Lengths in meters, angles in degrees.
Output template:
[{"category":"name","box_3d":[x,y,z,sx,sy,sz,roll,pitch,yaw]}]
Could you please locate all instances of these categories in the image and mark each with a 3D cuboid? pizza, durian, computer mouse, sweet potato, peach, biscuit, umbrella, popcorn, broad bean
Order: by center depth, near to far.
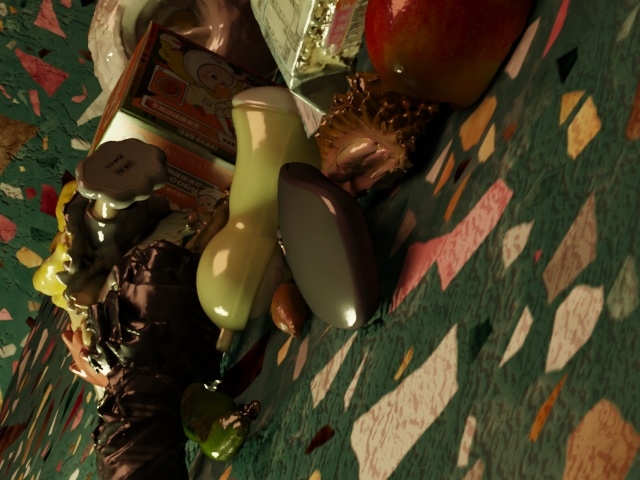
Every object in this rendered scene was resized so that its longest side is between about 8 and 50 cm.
[{"category":"peach","box_3d":[0.097,-0.177,1.220,0.151,0.118,0.151,-11,61,20]},{"category":"computer mouse","box_3d":[-0.001,0.000,1.280,0.232,0.057,0.120,-133,30,-74]},{"category":"biscuit","box_3d":[-0.002,-0.253,1.338,0.309,0.079,0.186,107,145,-55]},{"category":"durian","box_3d":[0.031,-0.090,1.353,0.224,0.078,0.140,-45,24,51]},{"category":"sweet potato","box_3d":[-0.029,0.059,1.407,0.034,0.034,0.095,-60,17,17]},{"category":"broad bean","box_3d":[-0.094,0.167,1.435,0.061,0.046,0.195,-60,16,-11]},{"category":"umbrella","box_3d":[-0.164,0.169,1.570,0.128,0.154,0.337,-18,65,38]},{"category":"pizza","box_3d":[-0.100,-0.022,1.711,0.185,0.036,0.176,-62,-8,21]},{"category":"popcorn","box_3d":[-0.275,0.003,2.152,0.191,0.190,0.253,-34,-27,-50]}]

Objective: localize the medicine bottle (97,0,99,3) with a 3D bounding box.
[{"category":"medicine bottle","box_3d":[-0.168,-0.388,2.280,0.252,0.241,0.252,-58,16,27]}]

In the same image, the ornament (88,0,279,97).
[{"category":"ornament","box_3d":[-0.171,-0.265,2.058,0.259,0.259,0.225,-64,-6,2]}]

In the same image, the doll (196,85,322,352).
[{"category":"doll","box_3d":[-0.045,-0.035,1.503,0.141,0.117,0.296,-159,81,-83]}]

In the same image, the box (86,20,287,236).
[{"category":"box","box_3d":[-0.157,-0.128,1.873,0.148,0.195,0.177,-52,17,40]}]

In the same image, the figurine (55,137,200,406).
[{"category":"figurine","box_3d":[-0.226,0.064,1.790,0.207,0.166,0.387,-48,-26,-44]}]
